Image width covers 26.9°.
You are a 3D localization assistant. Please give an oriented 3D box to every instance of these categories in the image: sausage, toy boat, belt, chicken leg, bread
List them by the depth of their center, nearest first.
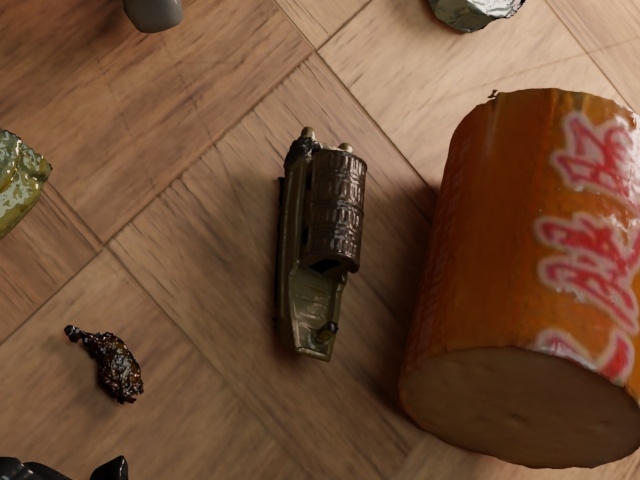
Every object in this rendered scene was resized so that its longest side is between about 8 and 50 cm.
[{"bbox_3d":[-0.297,-0.043,1.016,0.156,0.103,0.110,28,69,-17],"label":"bread"},{"bbox_3d":[-0.173,0.096,1.089,0.036,0.021,0.083,-38,95,-29],"label":"chicken leg"},{"bbox_3d":[0.000,0.000,1.208,0.068,0.088,0.225,20,60,-29],"label":"toy boat"},{"bbox_3d":[0.208,0.039,1.249,0.233,0.233,0.287,29,59,-23],"label":"sausage"},{"bbox_3d":[0.170,-0.283,1.463,0.140,0.058,0.105,-33,98,-43],"label":"belt"}]

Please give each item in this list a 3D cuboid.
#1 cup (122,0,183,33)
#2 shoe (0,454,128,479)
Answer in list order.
[{"bbox_3d":[-0.179,-0.333,1.145,0.257,0.227,0.301,-103,177,-49],"label":"cup"},{"bbox_3d":[-0.220,0.211,0.969,0.228,0.099,0.112,10,59,-36],"label":"shoe"}]
